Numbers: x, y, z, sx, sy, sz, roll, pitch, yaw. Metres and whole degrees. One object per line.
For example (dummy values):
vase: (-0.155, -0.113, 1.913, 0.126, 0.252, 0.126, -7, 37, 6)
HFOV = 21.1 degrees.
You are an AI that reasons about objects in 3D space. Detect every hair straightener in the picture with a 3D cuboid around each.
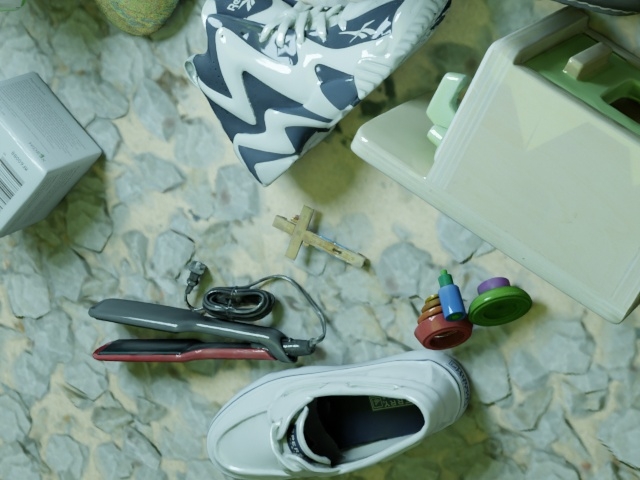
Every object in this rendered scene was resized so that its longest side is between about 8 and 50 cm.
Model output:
hair straightener: (-0.099, 0.064, 1.472, 0.230, 0.047, 0.089, 2, 108, 28)

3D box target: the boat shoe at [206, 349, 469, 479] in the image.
boat shoe: (-0.003, 0.151, 1.427, 0.258, 0.084, 0.095, -23, 95, 32)

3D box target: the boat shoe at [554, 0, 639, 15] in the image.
boat shoe: (0.106, -0.236, 1.234, 0.335, 0.112, 0.095, 34, 137, 21)

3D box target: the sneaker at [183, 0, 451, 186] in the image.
sneaker: (-0.018, -0.164, 1.323, 0.153, 0.094, 0.235, 47, 133, -2)

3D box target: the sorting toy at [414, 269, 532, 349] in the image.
sorting toy: (0.114, 0.048, 1.355, 0.102, 0.061, 0.042, -28, 57, 26)

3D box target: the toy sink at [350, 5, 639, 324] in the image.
toy sink: (0.168, -0.075, 1.219, 0.234, 0.153, 0.131, 35, 120, 16)

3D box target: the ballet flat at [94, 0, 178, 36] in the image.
ballet flat: (-0.151, -0.320, 1.333, 0.123, 0.123, 0.348, 23, 116, 21)

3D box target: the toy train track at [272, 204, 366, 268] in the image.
toy train track: (0.000, 0.000, 1.418, 0.083, 0.014, 0.048, 26, 110, 13)

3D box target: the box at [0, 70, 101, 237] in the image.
box: (-0.268, -0.073, 1.496, 0.102, 0.087, 0.101, 50, 123, 7)

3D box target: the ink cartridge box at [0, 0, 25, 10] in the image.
ink cartridge box: (-0.317, -0.336, 1.354, 0.273, 0.115, 0.198, 49, 130, 34)
